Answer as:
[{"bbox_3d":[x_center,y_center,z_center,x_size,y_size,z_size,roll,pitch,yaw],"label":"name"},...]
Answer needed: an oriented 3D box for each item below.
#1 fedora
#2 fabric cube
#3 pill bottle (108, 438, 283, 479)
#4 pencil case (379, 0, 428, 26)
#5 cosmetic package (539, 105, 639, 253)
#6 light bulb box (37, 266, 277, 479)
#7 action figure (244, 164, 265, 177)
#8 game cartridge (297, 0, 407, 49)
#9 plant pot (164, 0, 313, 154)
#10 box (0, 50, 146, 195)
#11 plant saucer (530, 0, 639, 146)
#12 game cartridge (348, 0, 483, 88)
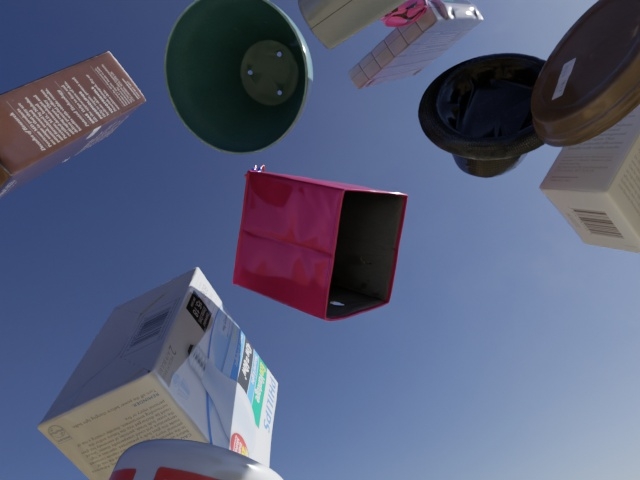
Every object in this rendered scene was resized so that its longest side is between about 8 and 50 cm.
[{"bbox_3d":[0.368,-0.250,1.051,0.333,0.334,0.153,-18,-40,-2],"label":"fedora"},{"bbox_3d":[0.000,0.000,1.065,0.254,0.258,0.260,-4,-75,-53],"label":"fabric cube"},{"bbox_3d":[-0.141,0.352,0.410,0.181,0.323,0.182,8,-39,7],"label":"pill bottle"},{"bbox_3d":[0.129,-0.503,0.893,0.098,0.210,0.095,-16,3,-14],"label":"pencil case"},{"bbox_3d":[0.703,-0.225,1.085,0.230,0.161,0.454,39,-100,-27],"label":"cosmetic package"},{"bbox_3d":[-0.270,0.315,0.967,0.225,0.358,0.361,-25,-67,10],"label":"light bulb box"},{"bbox_3d":[-0.174,-0.173,1.299,0.038,0.115,0.030,2,-69,9],"label":"action figure"},{"bbox_3d":[0.093,-0.297,0.440,0.198,0.297,0.062,-11,-48,42],"label":"game cartridge"},{"bbox_3d":[-0.137,-0.338,1.002,0.289,0.195,0.291,6,-69,14],"label":"plant pot"},{"bbox_3d":[-0.564,-0.236,1.019,0.191,0.381,0.143,-22,-69,38],"label":"box"},{"bbox_3d":[0.417,-0.272,0.740,0.041,0.278,0.278,26,-51,-13],"label":"plant saucer"},{"bbox_3d":[0.230,-0.458,1.139,0.230,0.068,0.355,-38,-3,38],"label":"game cartridge"}]
